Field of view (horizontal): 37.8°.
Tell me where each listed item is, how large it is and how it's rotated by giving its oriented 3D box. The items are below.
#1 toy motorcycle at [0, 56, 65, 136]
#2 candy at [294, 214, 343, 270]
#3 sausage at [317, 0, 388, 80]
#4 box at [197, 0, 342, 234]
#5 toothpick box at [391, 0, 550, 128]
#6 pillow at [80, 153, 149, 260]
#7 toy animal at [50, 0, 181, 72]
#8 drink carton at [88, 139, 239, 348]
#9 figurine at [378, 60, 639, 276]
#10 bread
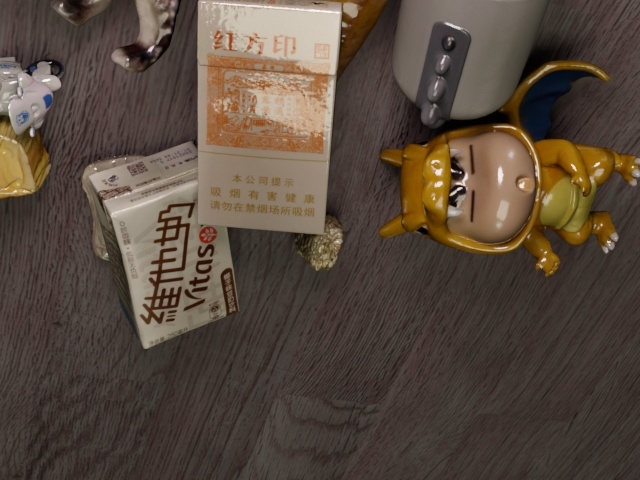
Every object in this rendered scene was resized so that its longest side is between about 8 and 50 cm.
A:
[{"bbox_3d":[-0.490,-0.216,1.378,0.221,0.150,0.102,-6,138,-5],"label":"toy motorcycle"},{"bbox_3d":[0.000,0.000,1.704,0.085,0.110,0.095,5,114,-15],"label":"candy"},{"bbox_3d":[0.006,-0.328,1.401,0.136,0.123,0.501,36,121,-1],"label":"sausage"},{"bbox_3d":[-0.080,-0.180,1.395,0.204,0.051,0.365,5,122,1],"label":"box"},{"bbox_3d":[0.211,-0.308,1.371,0.229,0.229,0.316,-3,143,-9],"label":"toothpick box"},{"bbox_3d":[-0.342,-0.053,1.625,0.130,0.038,0.233,-6,132,-8],"label":"pillow"},{"bbox_3d":[-0.291,-0.432,1.189,0.303,0.194,0.344,-53,144,4],"label":"toy animal"},{"bbox_3d":[-0.261,0.015,1.607,0.194,0.132,0.325,-23,135,-21],"label":"drink carton"},{"bbox_3d":[0.309,-0.077,1.577,0.387,0.268,0.401,-1,145,-12],"label":"figurine"},{"bbox_3d":[-0.580,-0.123,1.462,0.288,0.119,0.153,-8,129,-6],"label":"bread"}]
